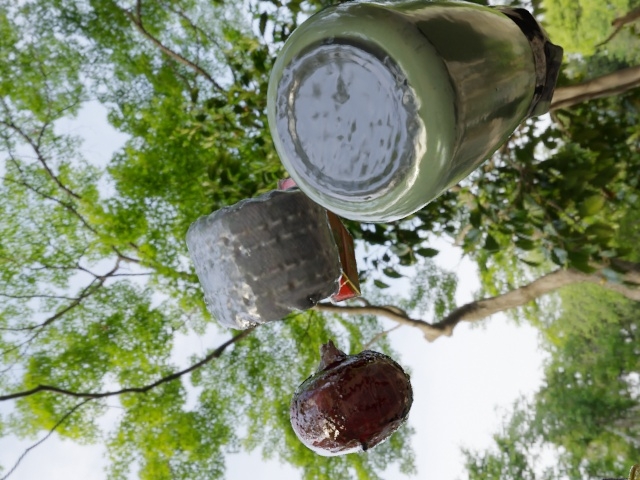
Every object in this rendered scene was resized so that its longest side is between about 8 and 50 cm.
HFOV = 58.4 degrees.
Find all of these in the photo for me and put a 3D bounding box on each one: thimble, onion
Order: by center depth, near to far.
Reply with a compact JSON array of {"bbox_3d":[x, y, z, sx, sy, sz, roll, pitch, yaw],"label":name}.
[{"bbox_3d":[-0.085,0.028,0.831,0.205,0.236,0.172,-14,-91,-49],"label":"thimble"},{"bbox_3d":[0.054,0.297,1.107,0.252,0.252,0.219,14,-127,-55],"label":"onion"}]

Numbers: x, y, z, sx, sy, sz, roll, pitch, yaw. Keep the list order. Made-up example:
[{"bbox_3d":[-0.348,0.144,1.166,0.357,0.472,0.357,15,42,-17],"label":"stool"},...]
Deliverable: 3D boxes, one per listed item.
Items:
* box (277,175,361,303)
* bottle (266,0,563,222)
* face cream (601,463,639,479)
[{"bbox_3d":[0.001,0.000,1.101,0.240,0.074,0.153,53,-160,-49],"label":"box"},{"bbox_3d":[0.114,-0.143,0.539,0.347,0.168,0.169,-31,-74,-48],"label":"bottle"},{"bbox_3d":[0.365,0.252,0.545,0.078,0.273,0.078,19,-116,-43],"label":"face cream"}]
